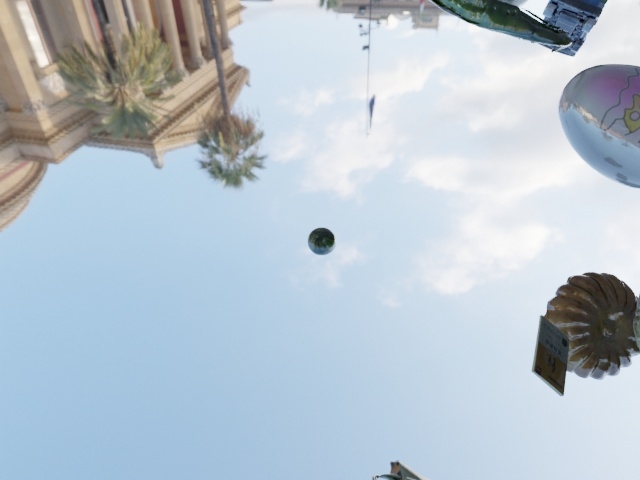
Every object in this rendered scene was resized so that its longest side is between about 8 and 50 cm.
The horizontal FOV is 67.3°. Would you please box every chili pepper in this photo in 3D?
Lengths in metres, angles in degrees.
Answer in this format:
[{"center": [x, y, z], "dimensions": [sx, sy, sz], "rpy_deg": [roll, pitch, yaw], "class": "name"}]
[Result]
[{"center": [0.301, -0.443, 0.911], "dimensions": [0.359, 0.085, 0.076], "rpy_deg": [35, -98, 12], "class": "chili pepper"}]

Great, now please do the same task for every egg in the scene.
[{"center": [0.559, -0.208, 0.861], "dimensions": [0.271, 0.196, 0.196], "rpy_deg": [39, -144, -16], "class": "egg"}]

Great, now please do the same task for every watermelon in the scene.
[{"center": [0.004, 0.000, 1.618], "dimensions": [0.109, 0.109, 0.109], "rpy_deg": [-1, -142, 1], "class": "watermelon"}]

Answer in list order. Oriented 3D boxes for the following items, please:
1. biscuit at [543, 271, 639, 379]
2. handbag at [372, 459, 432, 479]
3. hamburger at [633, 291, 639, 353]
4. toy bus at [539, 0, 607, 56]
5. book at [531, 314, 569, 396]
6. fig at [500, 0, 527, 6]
[{"center": [0.820, 0.252, 1.416], "dimensions": [0.326, 0.325, 0.107], "rpy_deg": [-8, 180, -9], "class": "biscuit"}, {"center": [0.267, 0.640, 1.167], "dimensions": [0.315, 0.109, 0.241], "rpy_deg": [38, -178, -7], "class": "handbag"}, {"center": [0.703, 0.086, 0.925], "dimensions": [0.133, 0.308, 0.211], "rpy_deg": [15, -161, 36], "class": "hamburger"}, {"center": [0.581, -0.526, 1.098], "dimensions": [0.116, 0.133, 0.234], "rpy_deg": [29, -173, 14], "class": "toy bus"}, {"center": [0.590, 0.292, 1.231], "dimensions": [0.118, 0.012, 0.172], "rpy_deg": [38, -127, -14], "class": "book"}, {"center": [0.483, -0.723, 1.353], "dimensions": [0.245, 0.195, 0.195], "rpy_deg": [-30, -159, 36], "class": "fig"}]
